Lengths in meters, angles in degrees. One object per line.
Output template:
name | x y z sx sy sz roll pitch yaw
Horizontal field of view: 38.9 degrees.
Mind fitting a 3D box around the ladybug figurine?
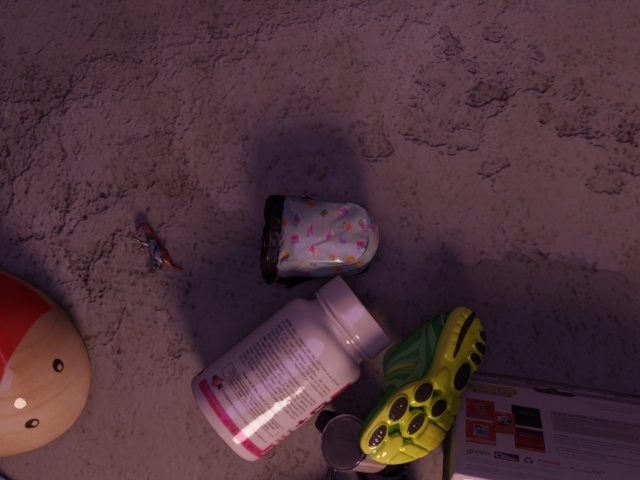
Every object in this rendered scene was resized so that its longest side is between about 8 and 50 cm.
ladybug figurine | -0.587 0.178 1.425 0.450 0.162 0.305 17 82 7

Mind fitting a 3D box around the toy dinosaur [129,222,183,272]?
toy dinosaur | -0.276 0.011 1.495 0.090 0.047 0.082 4 73 -28

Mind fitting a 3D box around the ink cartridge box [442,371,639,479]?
ink cartridge box | 0.340 0.330 1.329 0.310 0.272 0.130 8 115 6

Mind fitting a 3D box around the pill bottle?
pill bottle | -0.041 0.190 1.384 0.283 0.160 0.160 -38 82 0

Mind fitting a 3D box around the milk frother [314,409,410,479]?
milk frother | 0.047 0.336 1.373 0.129 0.135 0.143 8 79 38

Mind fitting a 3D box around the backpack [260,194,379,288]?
backpack | 0.000 0.000 1.424 0.182 0.115 0.151 4 82 3

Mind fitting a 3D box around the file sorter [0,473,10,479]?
file sorter | -0.589 0.439 1.433 0.118 0.104 0.170 31 88 8

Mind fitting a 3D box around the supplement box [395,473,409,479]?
supplement box | 0.111 0.409 1.386 0.083 0.083 0.056 -33 83 0

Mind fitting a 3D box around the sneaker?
sneaker | 0.143 0.218 1.344 0.109 0.123 0.295 55 51 -15
